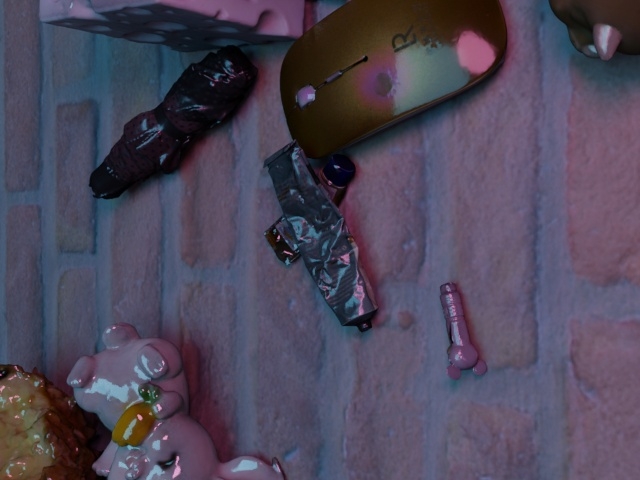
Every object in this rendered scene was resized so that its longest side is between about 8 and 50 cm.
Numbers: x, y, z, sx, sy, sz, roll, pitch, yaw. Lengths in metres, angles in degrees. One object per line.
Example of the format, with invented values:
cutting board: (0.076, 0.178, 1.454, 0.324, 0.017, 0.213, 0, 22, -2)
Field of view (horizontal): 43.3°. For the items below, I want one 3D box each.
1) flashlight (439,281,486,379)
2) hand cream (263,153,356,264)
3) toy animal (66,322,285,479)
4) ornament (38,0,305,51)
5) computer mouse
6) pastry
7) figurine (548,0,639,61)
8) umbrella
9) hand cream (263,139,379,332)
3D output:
flashlight: (0.156, 0.104, 0.926, 0.031, 0.052, 0.110, 138, 124, -66)
hand cream: (-0.012, -0.042, 1.037, 0.062, 0.039, 0.163, 52, 123, 20)
toy animal: (-0.212, 0.273, 1.114, 0.325, 0.154, 0.208, 40, 92, 5)
ornament: (-0.179, -0.378, 1.001, 0.239, 0.240, 0.239, 7, 96, 40)
computer mouse: (0.069, -0.207, 0.954, 0.310, 0.072, 0.158, -22, 77, 33)
pastry: (-0.455, 0.387, 1.187, 0.405, 0.293, 0.337, -131, 34, -49)
figurine: (0.307, -0.279, 0.724, 0.247, 0.177, 0.173, -53, 47, 19)
umbrella: (-0.216, -0.153, 1.136, 0.326, 0.090, 0.094, -37, 75, 30)
hand cream: (0.000, 0.000, 0.986, 0.075, 0.052, 0.247, -28, 89, 32)
